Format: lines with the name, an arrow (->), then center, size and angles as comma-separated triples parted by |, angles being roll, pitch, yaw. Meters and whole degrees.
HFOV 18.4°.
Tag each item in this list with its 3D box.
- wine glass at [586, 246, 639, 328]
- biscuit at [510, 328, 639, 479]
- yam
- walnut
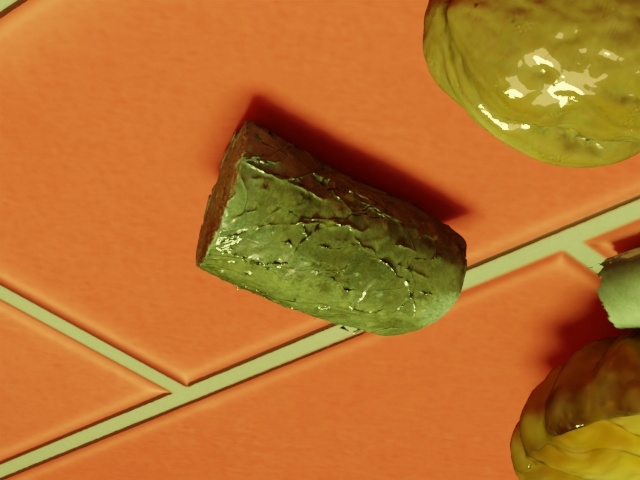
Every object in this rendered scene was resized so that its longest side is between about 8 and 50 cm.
wine glass -> 0.295, 0.011, 1.270 | 0.262, 0.074, 0.074 | -14, 141, 34
biscuit -> 0.295, 0.138, 1.414 | 0.326, 0.107, 0.326 | 5, 157, 2
yam -> 0.000, 0.000, 1.297 | 0.183, 0.107, 0.107 | 24, 145, -24
walnut -> 0.136, -0.114, 1.049 | 0.166, 0.149, 0.166 | 7, -178, 0
